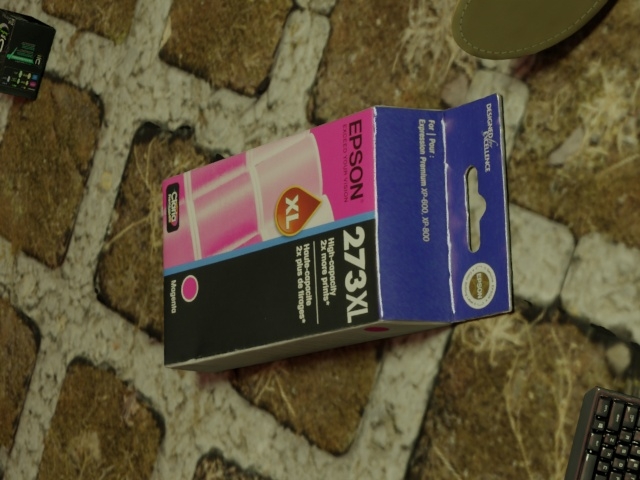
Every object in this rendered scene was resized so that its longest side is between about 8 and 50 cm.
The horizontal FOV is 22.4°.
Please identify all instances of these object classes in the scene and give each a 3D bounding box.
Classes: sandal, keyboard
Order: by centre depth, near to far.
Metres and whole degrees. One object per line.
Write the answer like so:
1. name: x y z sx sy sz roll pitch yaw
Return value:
1. keyboard: 0.205 0.195 1.058 0.108 0.023 0.180 14 95 17
2. sandal: 0.191 -0.230 1.171 0.240 0.088 0.079 -44 20 26

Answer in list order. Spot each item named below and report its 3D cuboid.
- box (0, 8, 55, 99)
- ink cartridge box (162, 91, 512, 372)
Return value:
1. box: -0.336 -0.205 1.770 0.062 0.052 0.083 31 107 49
2. ink cartridge box: 0.000 0.000 1.340 0.371 0.069 0.176 -15 72 44
